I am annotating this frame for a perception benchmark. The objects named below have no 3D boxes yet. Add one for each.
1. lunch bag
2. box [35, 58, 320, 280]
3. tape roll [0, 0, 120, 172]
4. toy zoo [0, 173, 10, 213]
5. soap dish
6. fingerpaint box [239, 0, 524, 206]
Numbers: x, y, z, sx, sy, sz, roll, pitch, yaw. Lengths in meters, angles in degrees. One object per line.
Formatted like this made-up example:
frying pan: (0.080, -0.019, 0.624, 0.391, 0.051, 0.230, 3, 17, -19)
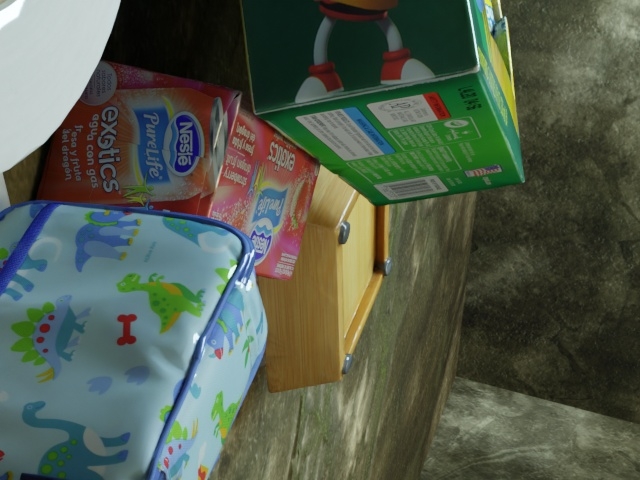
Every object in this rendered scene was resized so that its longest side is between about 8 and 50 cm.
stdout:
lunch bag: (-0.137, 0.077, 0.688, 0.090, 0.176, 0.219, 82, 23, -44)
box: (-0.096, -0.046, 0.956, 0.257, 0.128, 0.123, 20, 84, -77)
tape roll: (-0.179, -0.166, 0.499, 0.286, 0.100, 0.286, 6, 90, -70)
toy zoo: (-0.231, -0.003, 0.665, 0.293, 0.030, 0.192, 89, 20, -44)
soap dish: (0.000, 0.000, 1.397, 0.291, 0.118, 0.229, 88, 21, -45)
fingerpaint box: (0.057, -0.248, 1.044, 0.445, 0.163, 0.371, 30, 52, -75)
